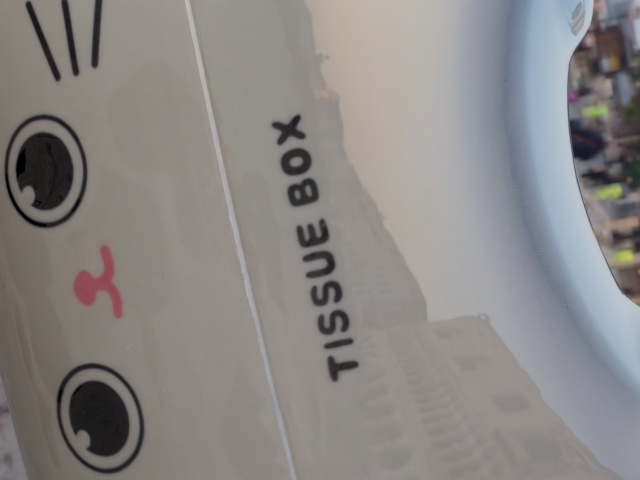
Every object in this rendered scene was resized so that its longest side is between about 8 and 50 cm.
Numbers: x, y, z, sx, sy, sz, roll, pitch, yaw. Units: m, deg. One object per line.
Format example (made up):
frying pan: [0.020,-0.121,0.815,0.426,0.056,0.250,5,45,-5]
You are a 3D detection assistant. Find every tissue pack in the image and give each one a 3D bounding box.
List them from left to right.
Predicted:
tissue pack: [0.000,0.000,0.465,0.229,0.236,0.333,-5,83,-78]
